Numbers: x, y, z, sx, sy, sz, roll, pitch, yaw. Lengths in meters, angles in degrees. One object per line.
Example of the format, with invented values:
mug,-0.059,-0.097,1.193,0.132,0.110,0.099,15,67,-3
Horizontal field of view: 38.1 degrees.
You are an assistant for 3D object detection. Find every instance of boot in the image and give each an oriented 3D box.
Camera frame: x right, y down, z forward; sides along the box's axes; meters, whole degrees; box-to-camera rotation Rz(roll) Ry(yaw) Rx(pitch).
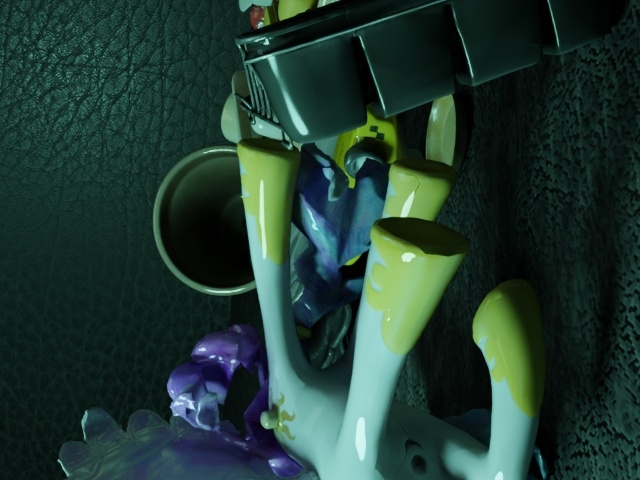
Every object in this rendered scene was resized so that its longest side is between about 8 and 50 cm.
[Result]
boot,0.000,0.000,1.111,0.223,0.118,0.338,-106,21,-47

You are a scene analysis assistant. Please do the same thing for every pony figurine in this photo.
pony figurine,0.003,0.124,0.612,0.351,0.302,0.364,35,125,57

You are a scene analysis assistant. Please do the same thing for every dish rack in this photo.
dish rack,0.041,-0.129,0.591,0.271,0.208,0.074,-135,27,-73

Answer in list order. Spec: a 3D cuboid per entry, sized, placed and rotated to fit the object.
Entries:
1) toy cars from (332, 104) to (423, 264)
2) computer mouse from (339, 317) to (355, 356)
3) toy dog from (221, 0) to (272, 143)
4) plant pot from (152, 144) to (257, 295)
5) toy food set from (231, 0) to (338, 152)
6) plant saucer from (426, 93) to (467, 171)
toy cars,0.065,-0.165,0.843,0.176,0.087,0.394,-157,73,-81
computer mouse,0.030,0.187,1.062,0.242,0.041,0.071,-96,12,-46
toy dog,-0.033,-0.264,1.229,0.161,0.220,0.334,-53,-9,-43
plant pot,-0.151,-0.033,1.710,0.229,0.262,0.263,13,-100,-81
toy food set,-0.053,-0.240,0.975,0.220,0.092,0.306,-102,22,-46
plant saucer,0.105,-0.084,0.765,0.083,0.015,0.084,-177,90,-81
